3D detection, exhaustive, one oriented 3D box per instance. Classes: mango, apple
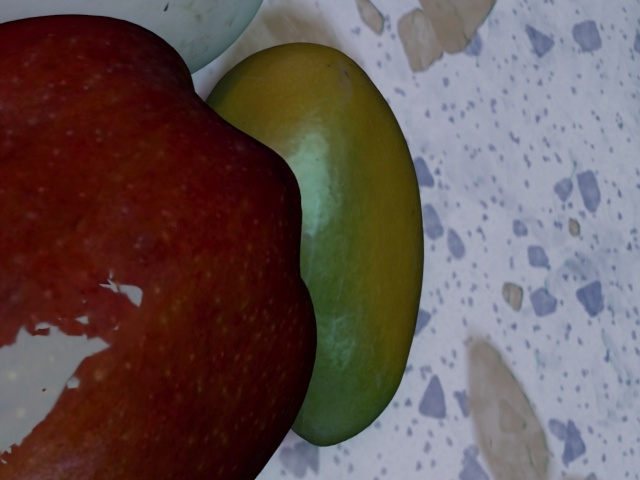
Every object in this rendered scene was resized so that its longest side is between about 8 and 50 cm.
[{"bbox_3d":[0.000,0.000,0.982,0.156,0.114,0.251,-15,88,-49],"label":"mango"},{"bbox_3d":[-0.161,0.054,0.698,0.317,0.288,0.288,-39,106,-20],"label":"apple"}]

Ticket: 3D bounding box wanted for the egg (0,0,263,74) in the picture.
[{"bbox_3d":[-0.188,-0.206,0.795,0.371,0.230,0.230,24,64,-28],"label":"egg"}]
